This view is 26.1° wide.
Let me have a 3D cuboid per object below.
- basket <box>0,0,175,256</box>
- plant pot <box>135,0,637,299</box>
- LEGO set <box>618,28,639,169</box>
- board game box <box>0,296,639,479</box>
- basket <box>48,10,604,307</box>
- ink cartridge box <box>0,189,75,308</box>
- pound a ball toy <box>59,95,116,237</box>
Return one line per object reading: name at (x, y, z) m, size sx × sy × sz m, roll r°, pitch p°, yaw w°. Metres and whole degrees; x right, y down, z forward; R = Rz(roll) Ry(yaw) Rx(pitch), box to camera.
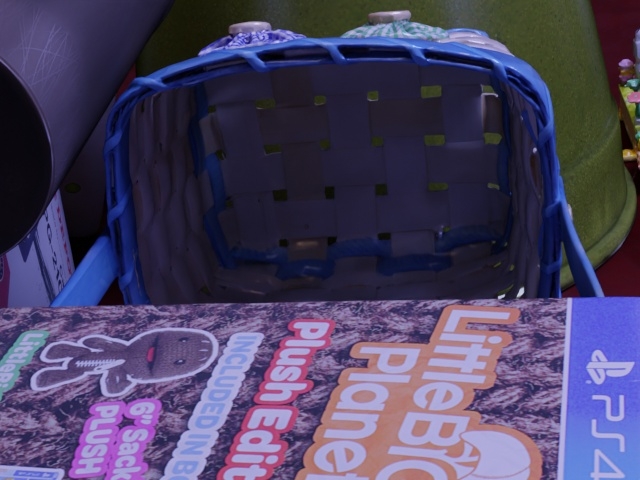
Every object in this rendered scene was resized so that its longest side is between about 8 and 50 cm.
basket at (-0.171, -0.097, 0.688) m, size 0.204 × 0.154 × 0.227 m, roll -28°, pitch 26°, yaw 17°
plant pot at (0.026, -0.176, 0.945) m, size 0.366 × 0.353 × 0.366 m, roll -6°, pitch 26°, yaw 3°
LEGO set at (0.287, -0.146, 1.085) m, size 0.132 × 0.107 × 0.287 m, roll 14°, pitch 33°, yaw 37°
board game box at (-0.035, 0.152, 0.438) m, size 0.291 × 0.232 × 0.141 m, roll -2°, pitch 28°, yaw 13°
basket at (0.000, 0.000, 0.687) m, size 0.254 × 0.201 × 0.289 m, roll -5°, pitch 29°, yaw 6°
ink cartridge box at (-0.219, 0.018, 0.828) m, size 0.100 × 0.172 × 0.237 m, roll -6°, pitch 26°, yaw 0°
pound a ball toy at (-0.214, -0.152, 1.013) m, size 0.135 × 0.319 × 0.208 m, roll 6°, pitch 55°, yaw -10°
